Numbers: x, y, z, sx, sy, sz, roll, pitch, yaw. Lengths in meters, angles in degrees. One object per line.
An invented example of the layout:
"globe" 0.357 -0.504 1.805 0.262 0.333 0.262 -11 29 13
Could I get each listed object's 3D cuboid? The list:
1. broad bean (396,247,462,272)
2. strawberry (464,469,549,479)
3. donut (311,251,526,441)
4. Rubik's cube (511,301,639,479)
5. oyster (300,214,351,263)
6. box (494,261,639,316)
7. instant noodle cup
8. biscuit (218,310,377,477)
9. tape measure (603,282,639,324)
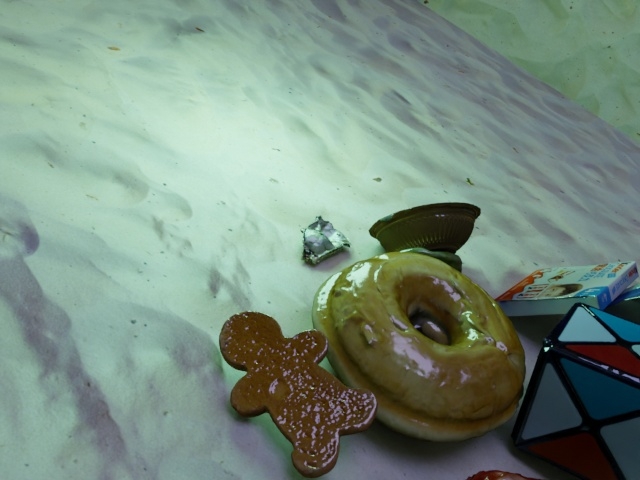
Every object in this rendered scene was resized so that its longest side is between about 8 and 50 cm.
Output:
"broad bean" 0.246 0.066 1.620 0.207 0.153 0.072 20 42 -52
"strawberry" 0.359 0.474 1.156 0.336 0.149 0.265 -4 42 -36
"donut" 0.193 0.196 1.380 0.449 0.198 0.449 14 38 -11
"Rubik's cube" 0.544 0.299 1.360 0.250 0.246 0.248 21 26 25
"oyster" -0.001 -0.003 1.648 0.108 0.053 0.166 54 33 8
"box" 0.593 0.117 1.706 0.273 0.265 0.048 -21 100 -48
"instant noodle cup" 0.255 -0.004 1.674 0.274 0.274 0.090 2 70 -30
"biscuit" -0.056 0.244 1.231 0.324 0.049 0.205 38 63 23
"tape measure" 0.755 0.223 1.621 0.262 0.259 0.138 56 43 -2
